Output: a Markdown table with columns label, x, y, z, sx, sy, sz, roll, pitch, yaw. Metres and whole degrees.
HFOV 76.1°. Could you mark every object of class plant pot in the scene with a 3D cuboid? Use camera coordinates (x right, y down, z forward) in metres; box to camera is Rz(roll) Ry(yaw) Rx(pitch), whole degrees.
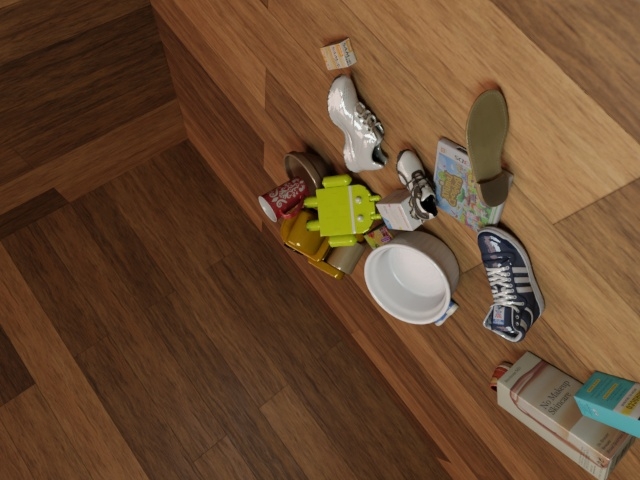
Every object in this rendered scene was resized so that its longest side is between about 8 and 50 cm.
| label | x | y | z | sx | sy | sz | roll | pitch | yaw |
| --- | --- | --- | --- | --- | --- | --- | --- | --- | --- |
| plant pot | -0.033 | -0.254 | 1.590 | 0.237 | 0.110 | 0.237 | 46 | 159 | 23 |

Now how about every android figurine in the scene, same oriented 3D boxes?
| label | x | y | z | sx | sy | sz | roll | pitch | yaw |
| --- | --- | --- | --- | --- | --- | --- | --- | --- | --- |
| android figurine | 0.077 | -0.103 | 1.414 | 0.056 | 0.273 | 0.248 | -18 | -75 | -71 |

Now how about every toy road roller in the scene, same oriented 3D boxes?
| label | x | y | z | sx | sy | sz | roll | pitch | yaw |
| --- | --- | --- | --- | --- | --- | --- | --- | --- | --- |
| toy road roller | 0.000 | 0.000 | 1.589 | 0.329 | 0.202 | 0.240 | 29 | -179 | 9 |

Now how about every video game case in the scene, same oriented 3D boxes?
| label | x | y | z | sx | sy | sz | roll | pitch | yaw |
| --- | --- | --- | --- | --- | --- | --- | --- | --- | --- |
| video game case | 0.356 | -0.122 | 0.995 | 0.193 | 0.023 | 0.212 | 42 | 158 | 33 |

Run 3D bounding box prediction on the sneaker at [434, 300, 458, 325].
| label | x | y | z | sx | sy | sz | roll | pitch | yaw |
| --- | --- | --- | --- | --- | --- | --- | --- | --- | --- |
| sneaker | 0.413 | 0.237 | 1.425 | 0.084 | 0.058 | 0.152 | 42 | 155 | 18 |

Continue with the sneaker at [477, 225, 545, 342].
| label | x | y | z | sx | sy | sz | roll | pitch | yaw |
| --- | --- | --- | --- | --- | --- | --- | --- | --- | --- |
| sneaker | 0.435 | 0.113 | 0.980 | 0.282 | 0.153 | 0.099 | 57 | 151 | -15 |

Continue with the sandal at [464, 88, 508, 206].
| label | x | y | z | sx | sy | sz | roll | pitch | yaw |
| --- | --- | --- | --- | --- | --- | --- | --- | --- | --- |
| sandal | 0.331 | -0.189 | 0.847 | 0.079 | 0.088 | 0.240 | -110 | 2 | -65 |

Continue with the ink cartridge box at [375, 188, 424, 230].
| label | x | y | z | sx | sy | sz | roll | pitch | yaw |
| --- | --- | --- | --- | --- | --- | --- | --- | --- | --- |
| ink cartridge box | 0.251 | -0.091 | 1.201 | 0.092 | 0.090 | 0.143 | 60 | 160 | -18 |

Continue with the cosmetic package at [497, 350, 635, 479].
| label | x | y | z | sx | sy | sz | roll | pitch | yaw |
| --- | --- | --- | --- | --- | --- | --- | --- | --- | --- |
| cosmetic package | 0.647 | 0.455 | 1.094 | 0.296 | 0.153 | 0.129 | 31 | 149 | 48 |

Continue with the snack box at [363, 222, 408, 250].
| label | x | y | z | sx | sy | sz | roll | pitch | yaw |
| --- | --- | --- | --- | --- | --- | --- | --- | --- | --- |
| snack box | 0.264 | 0.035 | 1.426 | 0.207 | 0.070 | 0.174 | 53 | 161 | -2 |

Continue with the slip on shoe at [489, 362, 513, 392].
| label | x | y | z | sx | sy | sz | roll | pitch | yaw |
| --- | --- | --- | --- | --- | --- | --- | --- | --- | --- |
| slip on shoe | 0.665 | 0.536 | 1.268 | 0.331 | 0.101 | 0.123 | 46 | 158 | 20 |

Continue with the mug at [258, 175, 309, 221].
| label | x | y | z | sx | sy | sz | roll | pitch | yaw |
| --- | --- | --- | --- | --- | --- | --- | --- | --- | --- |
| mug | -0.123 | -0.149 | 1.551 | 0.150 | 0.169 | 0.113 | 50 | 161 | 11 |

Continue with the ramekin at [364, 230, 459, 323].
| label | x | y | z | sx | sy | sz | roll | pitch | yaw |
| --- | --- | --- | --- | --- | --- | --- | --- | --- | --- |
| ramekin | 0.287 | 0.105 | 1.261 | 0.277 | 0.135 | 0.277 | 22 | 130 | 29 |

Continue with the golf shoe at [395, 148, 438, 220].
| label | x | y | z | sx | sy | sz | roll | pitch | yaw |
| --- | --- | --- | --- | --- | --- | --- | --- | --- | --- |
| golf shoe | 0.263 | -0.147 | 1.070 | 0.198 | 0.077 | 0.094 | 67 | 166 | -14 |

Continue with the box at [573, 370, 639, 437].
| label | x | y | z | sx | sy | sz | roll | pitch | yaw |
| --- | --- | --- | --- | --- | --- | --- | --- | --- | --- |
| box | 0.700 | 0.370 | 0.887 | 0.060 | 0.100 | 0.244 | 59 | 161 | -11 |

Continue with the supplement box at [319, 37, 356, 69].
| label | x | y | z | sx | sy | sz | roll | pitch | yaw |
| --- | --- | --- | --- | --- | --- | --- | --- | --- | --- |
| supplement box | 0.046 | -0.493 | 1.086 | 0.098 | 0.036 | 0.062 | 25 | 147 | 55 |

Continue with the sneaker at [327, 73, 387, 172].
| label | x | y | z | sx | sy | sz | roll | pitch | yaw |
| --- | --- | --- | --- | --- | --- | --- | --- | --- | --- |
| sneaker | 0.114 | -0.326 | 1.151 | 0.129 | 0.111 | 0.297 | 13 | 142 | 41 |
